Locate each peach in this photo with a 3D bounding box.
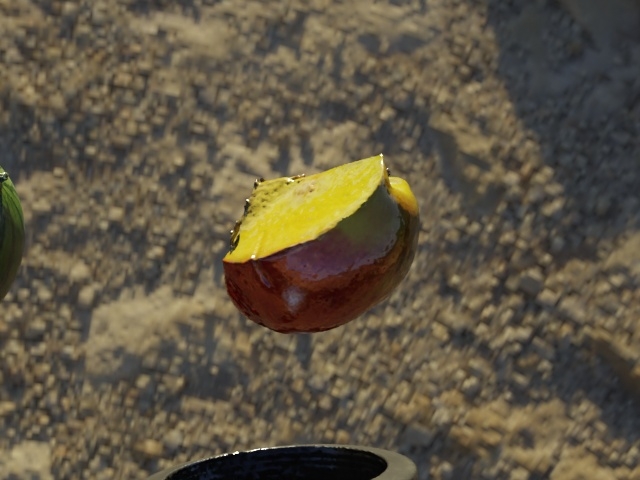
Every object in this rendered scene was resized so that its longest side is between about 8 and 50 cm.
[{"bbox_3d":[0.005,0.006,1.182,0.151,0.151,0.118,-5,84,-17],"label":"peach"}]

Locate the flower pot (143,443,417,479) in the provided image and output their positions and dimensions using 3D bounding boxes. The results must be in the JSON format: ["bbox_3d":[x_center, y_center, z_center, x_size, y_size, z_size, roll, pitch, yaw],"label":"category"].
[{"bbox_3d":[-0.032,0.398,1.725,0.293,0.293,0.330,-8,98,-18],"label":"flower pot"}]

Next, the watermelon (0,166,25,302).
[{"bbox_3d":[-0.441,-0.006,1.789,0.242,0.242,0.242,6,55,-9],"label":"watermelon"}]
